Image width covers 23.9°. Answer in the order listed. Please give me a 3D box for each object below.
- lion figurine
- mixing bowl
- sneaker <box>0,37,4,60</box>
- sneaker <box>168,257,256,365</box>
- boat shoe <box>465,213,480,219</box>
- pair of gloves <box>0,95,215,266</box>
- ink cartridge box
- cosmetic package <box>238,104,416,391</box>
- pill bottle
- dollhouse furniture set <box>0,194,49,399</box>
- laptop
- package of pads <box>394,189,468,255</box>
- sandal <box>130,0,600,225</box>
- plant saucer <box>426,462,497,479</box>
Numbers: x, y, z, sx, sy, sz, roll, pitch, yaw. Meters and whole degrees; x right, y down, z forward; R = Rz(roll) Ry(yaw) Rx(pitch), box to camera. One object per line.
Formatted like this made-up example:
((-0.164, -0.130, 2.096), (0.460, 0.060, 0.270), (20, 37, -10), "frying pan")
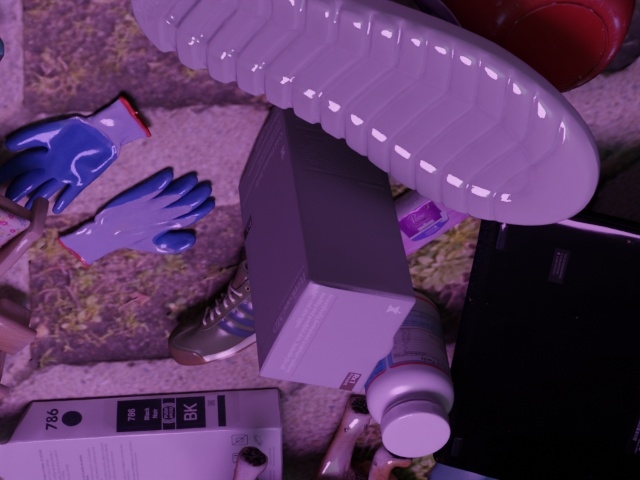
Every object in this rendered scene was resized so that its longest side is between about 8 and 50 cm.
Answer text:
((-0.025, 0.316, 1.590), (0.392, 0.142, 0.240), (-13, 134, -40), "lion figurine")
((0.185, -0.186, 1.246), (0.181, 0.098, 0.181), (-4, 134, -4), "mixing bowl")
((-0.325, -0.128, 1.277), (0.166, 0.065, 0.076), (-21, 140, 24), "sneaker")
((-0.070, 0.054, 1.473), (0.192, 0.064, 0.086), (-18, 125, 10), "sneaker")
((0.100, -0.097, 1.338), (0.078, 0.070, 0.219), (-33, 128, 23), "boat shoe")
((-0.195, -0.044, 1.389), (0.159, 0.023, 0.198), (-26, 130, 17), "pair of gloves")
((-0.206, 0.242, 1.629), (0.332, 0.065, 0.165), (-3, 133, -5), "ink cartridge box")
((0.000, 0.000, 1.303), (0.107, 0.238, 0.127), (13, 130, -18), "cosmetic package")
((0.085, 0.131, 1.489), (0.087, 0.160, 0.087), (-3, 133, -3), "pill bottle")
((-0.340, 0.055, 1.313), (0.303, 0.174, 0.355), (29, 137, -30), "dollhouse furniture set")
((0.357, 0.075, 1.519), (0.408, 0.236, 0.382), (14, 133, 8), "laptop")
((0.094, -0.023, 1.433), (0.083, 0.032, 0.050), (-33, 129, 23), "package of pads")
((0.048, -0.154, 1.224), (0.416, 0.102, 0.169), (27, 141, -3), "sandal")
((0.279, 0.299, 1.750), (0.317, 0.044, 0.318), (-3, 133, -3), "plant saucer")
